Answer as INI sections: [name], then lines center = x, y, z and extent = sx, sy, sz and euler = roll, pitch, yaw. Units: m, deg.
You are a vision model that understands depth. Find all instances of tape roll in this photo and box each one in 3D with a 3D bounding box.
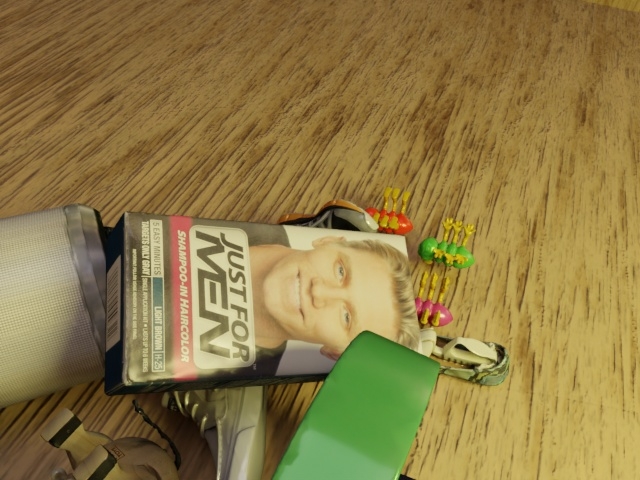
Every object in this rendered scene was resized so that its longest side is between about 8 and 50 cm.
[tape roll]
center = 0.008, 0.239, 0.495
extent = 0.077, 0.321, 0.321
euler = 23, 47, 13

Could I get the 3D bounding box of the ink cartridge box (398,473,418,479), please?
[ink cartridge box]
center = 0.160, 0.319, 0.447
extent = 0.270, 0.395, 0.151
euler = 19, 77, 11

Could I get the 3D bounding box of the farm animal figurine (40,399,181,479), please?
[farm animal figurine]
center = -0.258, 0.291, 0.509
extent = 0.327, 0.172, 0.330
euler = -38, 42, -11

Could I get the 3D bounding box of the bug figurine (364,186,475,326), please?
[bug figurine]
center = 0.116, 0.044, 0.879
extent = 0.216, 0.072, 0.279
euler = 16, 50, 19

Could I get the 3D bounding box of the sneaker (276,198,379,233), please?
[sneaker]
center = 0.000, 0.000, 0.862
extent = 0.215, 0.084, 0.083
euler = -14, 40, 48

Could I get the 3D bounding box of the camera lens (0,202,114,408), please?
[camera lens]
center = -0.370, 0.083, 0.681
extent = 0.275, 0.219, 0.219
euler = -14, 48, -20

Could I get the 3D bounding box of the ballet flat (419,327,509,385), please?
[ballet flat]
center = 0.168, 0.150, 0.786
extent = 0.189, 0.070, 0.070
euler = 9, 45, 3

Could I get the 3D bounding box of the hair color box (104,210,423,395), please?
[hair color box]
center = -0.056, 0.075, 0.652
extent = 0.348, 0.105, 0.173
euler = 4, 69, -30

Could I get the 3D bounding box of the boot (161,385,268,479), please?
[boot]
center = -0.130, 0.208, 0.687
extent = 0.124, 0.095, 0.258
euler = -1, 36, 1
